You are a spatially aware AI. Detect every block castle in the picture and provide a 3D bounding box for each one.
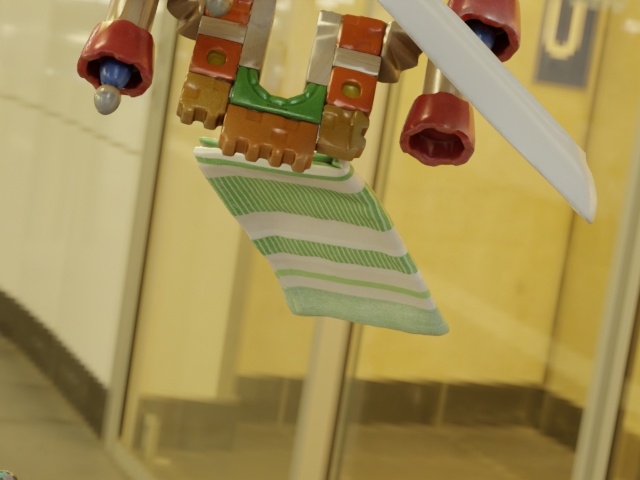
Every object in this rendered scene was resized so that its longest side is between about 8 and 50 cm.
[{"bbox_3d":[-0.030,-0.229,1.790,0.453,0.213,0.303,12,-28,-2],"label":"block castle"}]

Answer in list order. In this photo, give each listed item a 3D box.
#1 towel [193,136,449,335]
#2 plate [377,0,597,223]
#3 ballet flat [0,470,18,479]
[{"bbox_3d":[0.000,0.000,2.089,0.248,0.038,0.325,8,-37,35],"label":"towel"},{"bbox_3d":[0.146,-0.141,1.495,0.278,0.045,0.277,47,7,-4],"label":"plate"},{"bbox_3d":[-0.280,0.246,1.388,0.041,0.114,0.041,15,-5,1],"label":"ballet flat"}]
